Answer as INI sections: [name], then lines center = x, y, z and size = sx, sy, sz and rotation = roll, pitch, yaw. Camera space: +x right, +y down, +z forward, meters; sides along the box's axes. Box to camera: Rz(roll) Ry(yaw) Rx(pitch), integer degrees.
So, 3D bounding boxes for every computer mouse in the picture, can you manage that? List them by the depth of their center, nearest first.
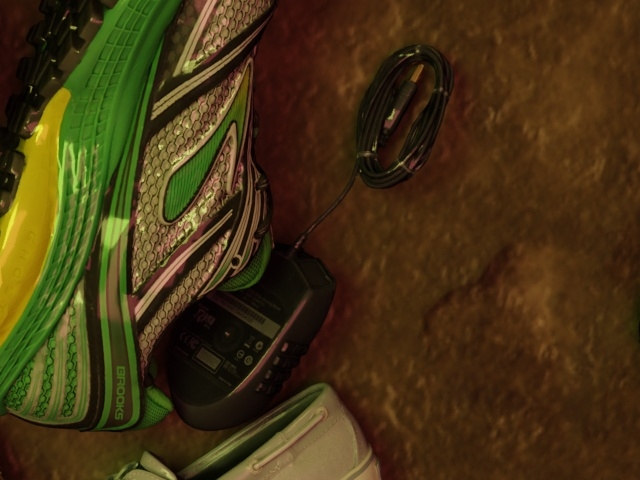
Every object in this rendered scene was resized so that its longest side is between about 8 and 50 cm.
[computer mouse]
center = 0.000, 0.000, 0.818
size = 0.242, 0.071, 0.041
rotation = -54, 141, -4

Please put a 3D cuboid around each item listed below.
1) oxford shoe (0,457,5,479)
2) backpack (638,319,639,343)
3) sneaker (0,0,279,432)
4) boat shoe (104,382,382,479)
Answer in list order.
[oxford shoe]
center = -0.281, 0.144, 0.663
size = 0.348, 0.130, 0.123
rotation = -1, 126, -37
[backpack]
center = 0.268, 0.027, 0.858
size = 0.152, 0.115, 0.182
rotation = 34, 94, -21
[sneaker]
center = -0.078, -0.062, 0.756
size = 0.146, 0.134, 0.344
rotation = 21, 104, -24
[boat shoe]
center = -0.078, 0.148, 0.817
size = 0.227, 0.079, 0.081
rotation = -27, 100, -14
